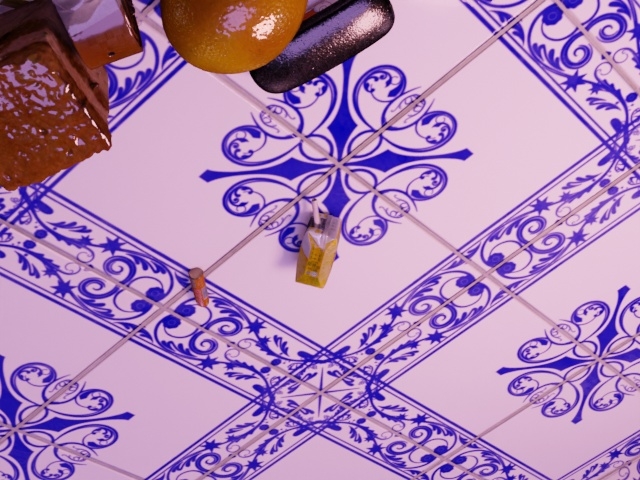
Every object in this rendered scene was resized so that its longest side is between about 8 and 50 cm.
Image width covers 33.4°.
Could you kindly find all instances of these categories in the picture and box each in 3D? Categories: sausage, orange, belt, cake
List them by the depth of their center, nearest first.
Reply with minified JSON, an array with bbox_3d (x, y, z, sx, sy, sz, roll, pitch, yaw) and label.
[{"bbox_3d":[-0.346,-0.385,1.552,0.105,0.184,0.261,-17,105,2],"label":"belt"},{"bbox_3d":[-0.438,-0.247,1.617,0.196,0.293,0.199,-25,129,12],"label":"cake"},{"bbox_3d":[-0.133,-0.367,1.631,0.236,0.236,0.236,-8,135,-8],"label":"orange"},{"bbox_3d":[-0.248,0.103,2.193,0.031,0.031,0.107,-11,135,-5],"label":"sausage"}]

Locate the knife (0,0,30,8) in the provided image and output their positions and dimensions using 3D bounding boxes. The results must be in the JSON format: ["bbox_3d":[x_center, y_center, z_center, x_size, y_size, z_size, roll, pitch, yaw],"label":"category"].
[{"bbox_3d":[-0.488,-0.366,1.578,0.046,0.022,0.256,-4,180,26],"label":"knife"}]

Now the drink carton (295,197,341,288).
[{"bbox_3d":[0.000,0.000,2.125,0.074,0.084,0.200,17,132,2],"label":"drink carton"}]

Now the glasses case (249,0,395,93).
[{"bbox_3d":[0.000,-0.339,1.798,0.266,0.067,0.103,-28,136,12],"label":"glasses case"}]
